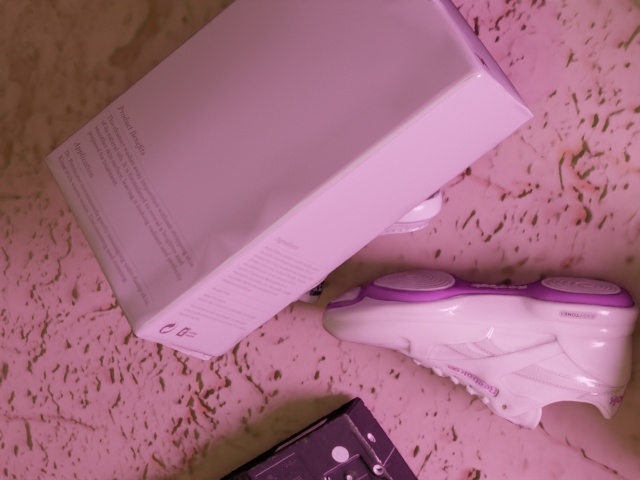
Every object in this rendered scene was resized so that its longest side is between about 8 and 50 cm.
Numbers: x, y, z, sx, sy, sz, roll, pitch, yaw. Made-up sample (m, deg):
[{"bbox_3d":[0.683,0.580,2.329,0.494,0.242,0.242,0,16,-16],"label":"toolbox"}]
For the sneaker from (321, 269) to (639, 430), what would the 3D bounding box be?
[{"bbox_3d":[0.147,0.109,1.458,0.305,0.114,0.152,3,105,17],"label":"sneaker"}]

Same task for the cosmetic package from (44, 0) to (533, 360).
[{"bbox_3d":[-0.032,-0.092,1.373,0.385,0.156,0.217,-35,66,13],"label":"cosmetic package"}]

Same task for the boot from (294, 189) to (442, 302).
[{"bbox_3d":[0.000,0.000,1.497,0.258,0.095,0.123,3,112,25],"label":"boot"}]

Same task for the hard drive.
[{"bbox_3d":[0.039,0.359,1.589,0.237,0.064,0.339,-34,92,23],"label":"hard drive"}]
